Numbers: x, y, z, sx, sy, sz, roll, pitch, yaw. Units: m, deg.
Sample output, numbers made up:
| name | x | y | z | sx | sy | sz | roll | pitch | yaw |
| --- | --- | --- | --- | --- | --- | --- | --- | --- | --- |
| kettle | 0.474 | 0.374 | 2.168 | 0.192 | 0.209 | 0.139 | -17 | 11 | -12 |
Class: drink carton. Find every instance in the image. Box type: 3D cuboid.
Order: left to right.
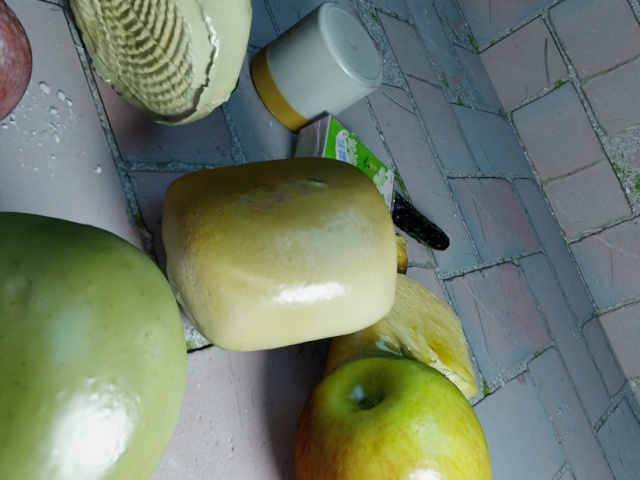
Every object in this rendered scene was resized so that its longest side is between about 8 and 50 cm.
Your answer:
| name | x | y | z | sx | sy | sz | roll | pitch | yaw |
| --- | --- | --- | --- | --- | --- | --- | --- | --- | --- |
| drink carton | 0.058 | -0.150 | 1.601 | 0.271 | 0.108 | 0.161 | 36 | 49 | -35 |

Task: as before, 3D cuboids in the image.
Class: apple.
| name | x | y | z | sx | sy | sz | roll | pitch | yaw |
| --- | --- | --- | --- | --- | --- | --- | --- | --- | --- |
| apple | -0.320 | 0.146 | 0.699 | 0.357 | 0.357 | 0.357 | 32 | 44 | -37 |
| apple | 0.117 | 0.363 | 1.110 | 0.340 | 0.340 | 0.339 | 32 | 44 | -37 |
| apple | 0.151 | 0.222 | 1.332 | 0.309 | 0.252 | 0.314 | 30 | 79 | -24 |

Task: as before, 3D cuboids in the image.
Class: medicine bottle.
| name | x | y | z | sx | sy | sz | roll | pitch | yaw |
| --- | --- | --- | --- | --- | --- | --- | --- | --- | --- |
| medicine bottle | -0.006 | -0.412 | 1.601 | 0.238 | 0.232 | 0.237 | 33 | 42 | -37 |

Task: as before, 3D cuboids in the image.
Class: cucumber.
| name | x | y | z | sx | sy | sz | roll | pitch | yaw |
| --- | --- | --- | --- | --- | --- | --- | --- | --- | --- |
| cucumber | 0.272 | -0.040 | 1.856 | 0.303 | 0.072 | 0.081 | 34 | 42 | -36 |

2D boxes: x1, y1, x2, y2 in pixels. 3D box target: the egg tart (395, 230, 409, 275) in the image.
| name | x | y | z | sx | sy | sz | roll | pitch | yaw |
| --- | --- | --- | --- | --- | --- | --- | --- | --- | --- |
| egg tart | 0.109 | 0.079 | 1.476 | 0.094 | 0.234 | 0.234 | 29 | 19 | 31 |

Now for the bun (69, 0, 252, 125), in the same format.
| name | x | y | z | sx | sy | sz | roll | pitch | yaw |
| --- | --- | --- | --- | --- | --- | --- | --- | --- | --- |
| bun | -0.251 | -0.389 | 1.126 | 0.202 | 0.364 | 0.364 | -40 | 101 | -36 |

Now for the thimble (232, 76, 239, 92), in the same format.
| name | x | y | z | sx | sy | sz | roll | pitch | yaw |
| --- | --- | --- | --- | --- | --- | --- | --- | --- | --- |
| thimble | -0.232 | -0.339 | 1.374 | 0.118 | 0.090 | 0.130 | 48 | 37 | -25 |

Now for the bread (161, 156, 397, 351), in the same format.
| name | x | y | z | sx | sy | sz | roll | pitch | yaw |
| --- | --- | --- | --- | --- | --- | --- | --- | --- | --- |
| bread | -0.070 | 0.006 | 1.114 | 0.376 | 0.253 | 0.347 | -7 | 54 | -17 |

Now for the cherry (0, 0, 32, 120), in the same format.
| name | x | y | z | sx | sy | sz | roll | pitch | yaw |
| --- | --- | --- | --- | --- | --- | --- | --- | --- | --- |
| cherry | -0.497 | -0.250 | 0.850 | 0.285 | 0.213 | 0.236 | -105 | 173 | -60 |

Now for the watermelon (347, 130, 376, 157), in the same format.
| name | x | y | z | sx | sy | sz | roll | pitch | yaw |
| --- | --- | --- | --- | --- | --- | --- | --- | --- | --- |
| watermelon | 0.098 | -0.202 | 1.747 | 0.139 | 0.071 | 0.187 | -31 | 93 | -52 |
